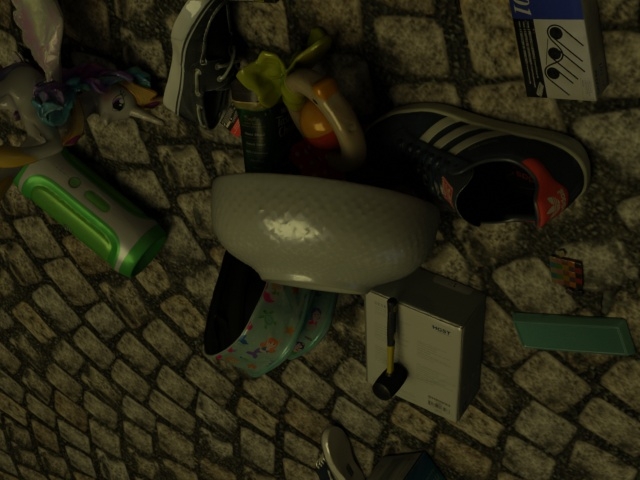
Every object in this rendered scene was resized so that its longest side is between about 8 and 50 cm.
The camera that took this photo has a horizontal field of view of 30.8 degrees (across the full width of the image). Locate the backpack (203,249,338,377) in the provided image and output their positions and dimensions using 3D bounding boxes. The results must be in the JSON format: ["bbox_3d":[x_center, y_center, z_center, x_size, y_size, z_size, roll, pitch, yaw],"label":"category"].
[{"bbox_3d":[-0.086,0.103,1.949,0.191,0.254,0.225,32,145,-19],"label":"backpack"}]

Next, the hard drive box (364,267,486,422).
[{"bbox_3d":[0.170,0.165,1.911,0.181,0.089,0.232,22,138,24],"label":"hard drive box"}]

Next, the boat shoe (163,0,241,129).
[{"bbox_3d":[-0.168,-0.276,1.775,0.102,0.108,0.301,36,145,8],"label":"boat shoe"}]

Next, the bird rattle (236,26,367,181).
[{"bbox_3d":[-0.007,-0.165,1.668,0.207,0.143,0.254,30,142,61],"label":"bird rattle"}]

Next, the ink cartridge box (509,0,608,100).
[{"bbox_3d":[0.288,-0.272,1.424,0.097,0.046,0.207,8,131,35],"label":"ink cartridge box"}]

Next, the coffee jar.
[{"bbox_3d":[-0.080,-0.176,1.785,0.079,0.096,0.184,9,121,33],"label":"coffee jar"}]

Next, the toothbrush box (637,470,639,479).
[{"bbox_3d":[0.574,0.289,1.588,0.206,0.122,0.283,21,151,12],"label":"toothbrush box"}]

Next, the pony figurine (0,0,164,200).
[{"bbox_3d":[-0.482,-0.246,1.940,0.351,0.363,0.303,47,153,21],"label":"pony figurine"}]

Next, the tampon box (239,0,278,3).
[{"bbox_3d":[-0.087,-0.417,1.554,0.101,0.120,0.161,11,133,33],"label":"tampon box"}]

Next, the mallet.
[{"bbox_3d":[0.118,0.167,1.865,0.039,0.062,0.190,19,122,26],"label":"mallet"}]

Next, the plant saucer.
[{"bbox_3d":[0.381,0.144,1.765,0.192,0.018,0.067,0,126,40],"label":"plant saucer"}]

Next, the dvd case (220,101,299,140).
[{"bbox_3d":[-0.098,-0.182,1.864,0.119,0.013,0.087,40,131,5],"label":"dvd case"}]

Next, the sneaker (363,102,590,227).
[{"bbox_3d":[0.185,-0.095,1.601,0.350,0.148,0.131,10,132,36],"label":"sneaker"}]

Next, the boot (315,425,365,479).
[{"bbox_3d":[0.019,0.440,2.323,0.086,0.069,0.190,4,130,35],"label":"boot"}]

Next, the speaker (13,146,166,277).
[{"bbox_3d":[-0.439,-0.062,2.202,0.296,0.131,0.131,39,142,5],"label":"speaker"}]

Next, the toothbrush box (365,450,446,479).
[{"bbox_3d":[0.185,0.582,2.195,0.126,0.216,0.296,-17,113,49],"label":"toothbrush box"}]

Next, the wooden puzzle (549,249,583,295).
[{"bbox_3d":[0.360,0.046,1.698,0.049,0.006,0.083,14,134,32],"label":"wooden puzzle"}]

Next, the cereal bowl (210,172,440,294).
[{"bbox_3d":[0.000,0.000,1.707,0.338,0.141,0.339,8,175,1],"label":"cereal bowl"}]
